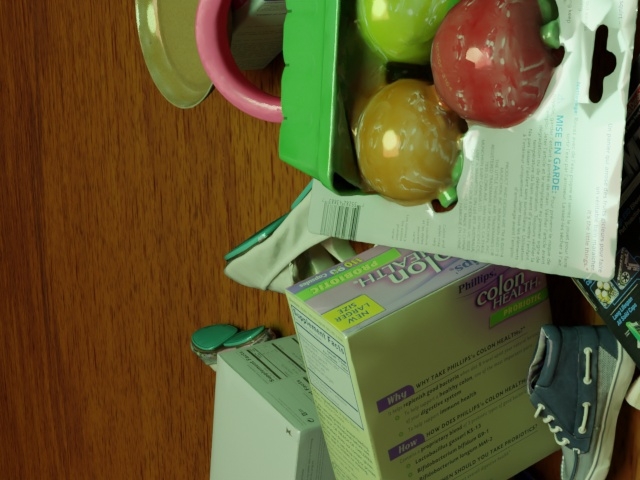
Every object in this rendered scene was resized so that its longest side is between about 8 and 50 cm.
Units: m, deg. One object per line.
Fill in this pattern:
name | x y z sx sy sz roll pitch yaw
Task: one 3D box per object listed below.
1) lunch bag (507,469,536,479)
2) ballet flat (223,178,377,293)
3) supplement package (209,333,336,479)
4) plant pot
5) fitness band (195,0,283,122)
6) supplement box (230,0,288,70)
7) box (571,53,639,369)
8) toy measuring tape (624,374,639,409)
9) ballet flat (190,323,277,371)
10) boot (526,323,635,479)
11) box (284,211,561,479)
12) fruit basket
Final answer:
lunch bag | 0.138 0.409 1.085 0.385 0.239 0.327 -127 38 -59
ballet flat | 0.000 0.000 1.274 0.400 0.139 0.139 -39 67 53
supplement package | -0.036 0.291 1.378 0.204 0.145 0.261 34 126 47
plant pot | -0.171 -0.287 1.314 0.236 0.032 0.236 25 121 52
fitness band | -0.018 -0.263 1.148 0.209 0.054 0.291 38 118 -1
supplement box | -0.085 -0.307 1.311 0.220 0.114 0.111 -33 73 57
box | 0.319 0.001 0.789 0.293 0.073 0.295 58 148 25
toy measuring tape | 0.333 0.251 0.841 0.330 0.121 0.121 57 141 31
ballet flat | -0.125 0.169 1.554 0.221 0.077 0.079 -8 112 56
boot | 0.230 0.160 0.976 0.069 0.086 0.190 -99 14 -67
box | 0.107 0.123 0.991 0.117 0.214 0.243 34 143 55
fruit basket | 0.122 -0.148 0.914 0.353 0.165 0.327 8 99 41
